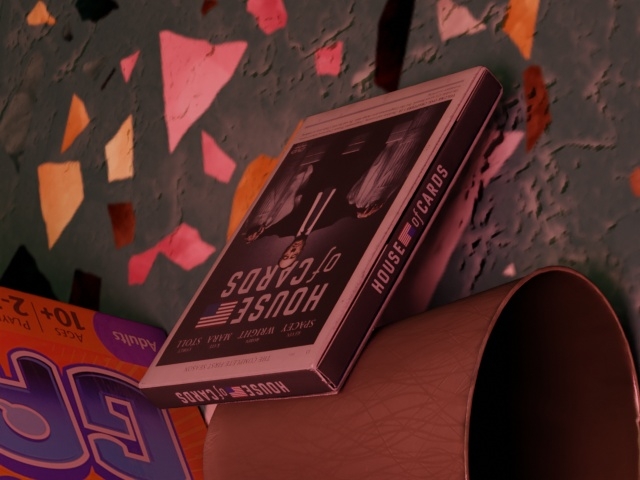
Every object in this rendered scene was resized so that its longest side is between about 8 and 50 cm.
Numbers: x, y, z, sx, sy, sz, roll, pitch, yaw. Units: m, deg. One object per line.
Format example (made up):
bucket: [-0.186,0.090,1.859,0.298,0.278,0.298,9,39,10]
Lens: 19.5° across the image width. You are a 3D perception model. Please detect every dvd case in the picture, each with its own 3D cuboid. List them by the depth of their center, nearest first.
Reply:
dvd case: [0.000,0.000,1.158,0.179,0.029,0.239,-12,40,50]

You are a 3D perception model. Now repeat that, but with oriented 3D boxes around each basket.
basket: [0.051,0.129,1.091,0.227,0.154,0.204,-12,63,44]

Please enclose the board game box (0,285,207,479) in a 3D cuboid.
board game box: [-0.276,0.266,1.204,0.356,0.356,0.356,-45,51,23]
